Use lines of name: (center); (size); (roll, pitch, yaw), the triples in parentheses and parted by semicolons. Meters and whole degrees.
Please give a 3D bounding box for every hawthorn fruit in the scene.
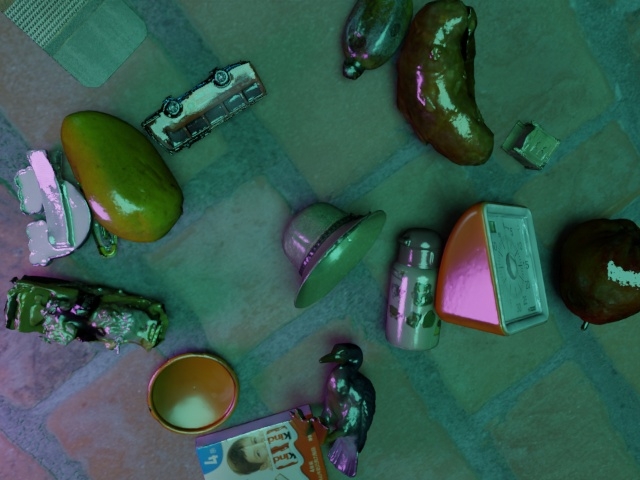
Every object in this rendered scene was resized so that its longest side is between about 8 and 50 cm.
hawthorn fruit: (0.631, 0.084, 1.198); (0.224, 0.224, 0.260); (5, 121, -13)

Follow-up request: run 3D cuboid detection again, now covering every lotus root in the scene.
lotus root: (0.101, -0.398, 1.037); (0.113, 0.088, 0.192); (29, 96, 0)

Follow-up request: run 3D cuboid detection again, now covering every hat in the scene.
hat: (0.000, 0.000, 1.067); (0.257, 0.257, 0.130); (-46, 75, 1)

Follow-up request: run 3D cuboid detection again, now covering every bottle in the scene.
bottle: (0.207, 0.099, 1.152); (0.120, 0.120, 0.253); (2, 102, -12)

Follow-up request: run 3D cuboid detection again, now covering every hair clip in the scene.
hair clip: (-0.493, -0.059, 0.996); (0.140, 0.054, 0.220); (-4, 103, 5)
hair clip: (-0.421, -0.059, 1.032); (0.060, 0.033, 0.188); (-11, 98, -11)

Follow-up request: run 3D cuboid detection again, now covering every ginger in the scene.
ginger: (0.239, -0.298, 1.059); (0.165, 0.172, 0.321); (-37, 118, -41)

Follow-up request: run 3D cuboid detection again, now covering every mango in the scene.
mango: (-0.357, -0.116, 0.971); (0.167, 0.130, 0.262); (-36, 98, -44)

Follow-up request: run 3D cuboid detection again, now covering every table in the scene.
table: (0.452, -0.207, 1.163); (0.083, 0.062, 0.079); (32, 94, -16)

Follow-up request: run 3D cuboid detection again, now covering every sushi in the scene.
sushi: (-0.444, 0.157, 1.030); (0.291, 0.131, 0.139); (13, 98, -22)

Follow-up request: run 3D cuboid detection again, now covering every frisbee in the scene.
frisbee: (-0.269, 0.322, 1.147); (0.192, 0.035, 0.192); (-3, 104, -11)

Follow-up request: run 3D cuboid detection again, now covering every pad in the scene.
pad: (-0.393, -0.463, 0.937); (0.323, 0.055, 0.250); (-41, 107, 18)

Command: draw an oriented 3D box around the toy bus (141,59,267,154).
toy bus: (-0.218, -0.253, 1.014); (0.235, 0.073, 0.096); (-35, 113, -3)

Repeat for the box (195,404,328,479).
box: (-0.119, 0.533, 1.218); (0.265, 0.048, 0.273); (-15, 106, -8)

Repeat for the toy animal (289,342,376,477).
toy animal: (0.044, 0.366, 1.162); (0.185, 0.122, 0.298); (-34, 116, -40)

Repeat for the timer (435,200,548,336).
timer: (0.362, 0.048, 1.110); (0.257, 0.161, 0.249); (0, 96, -49)
